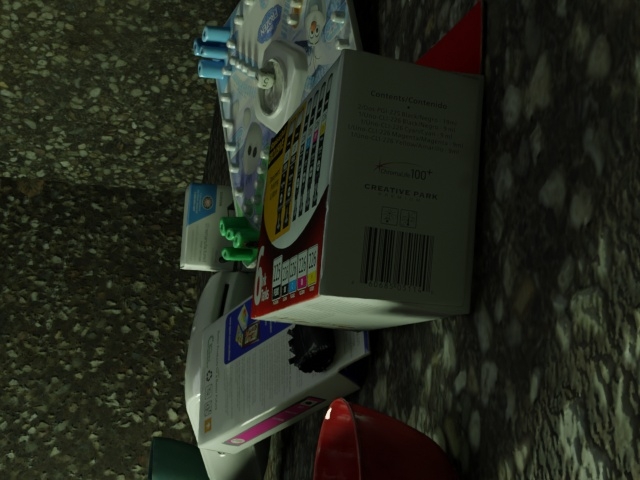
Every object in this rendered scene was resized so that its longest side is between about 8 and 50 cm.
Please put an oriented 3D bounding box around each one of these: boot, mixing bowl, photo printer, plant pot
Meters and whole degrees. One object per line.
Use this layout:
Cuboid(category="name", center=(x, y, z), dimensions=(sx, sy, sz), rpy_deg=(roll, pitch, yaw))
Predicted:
Cuboid(category="boot", center=(0.001, 0.083, 1.096), dimensions=(0.121, 0.045, 0.099), rpy_deg=(-50, 34, 42))
Cuboid(category="mixing bowl", center=(0.057, 0.223, 0.804), dimensions=(0.181, 0.098, 0.182), rpy_deg=(-175, 90, -80))
Cuboid(category="photo printer", center=(-0.141, 0.220, 1.588), dimensions=(0.308, 0.107, 0.256), rpy_deg=(84, -172, -48))
Cuboid(category="plant pot", center=(-0.266, 0.563, 2.062), dimensions=(0.290, 0.195, 0.290), rpy_deg=(-175, 90, -80))

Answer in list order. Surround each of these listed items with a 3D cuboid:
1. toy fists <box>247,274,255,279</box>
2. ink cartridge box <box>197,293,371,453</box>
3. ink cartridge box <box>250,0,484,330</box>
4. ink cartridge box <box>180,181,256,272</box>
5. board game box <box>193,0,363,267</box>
Cuboid(category="toy fists", center=(-0.141, 0.095, 1.898), dimensions=(0.279, 0.096, 0.142), rpy_deg=(112, 170, -61))
Cuboid(category="ink cartridge box", center=(-0.037, 0.131, 1.229), dimensions=(0.371, 0.069, 0.176), rpy_deg=(-38, 44, 45))
Cuboid(category="ink cartridge box", center=(0.034, -0.060, 0.928), dimensions=(0.309, 0.130, 0.272), rpy_deg=(149, 128, -73))
Cuboid(category="ink cartridge box", center=(-0.131, -0.016, 1.629), dimensions=(0.082, 0.190, 0.140), rpy_deg=(160, 114, -76))
Cuboid(category="board game box", center=(-0.067, -0.209, 1.343), dimensions=(0.390, 0.050, 0.390), rpy_deg=(-40, 54, 53))
